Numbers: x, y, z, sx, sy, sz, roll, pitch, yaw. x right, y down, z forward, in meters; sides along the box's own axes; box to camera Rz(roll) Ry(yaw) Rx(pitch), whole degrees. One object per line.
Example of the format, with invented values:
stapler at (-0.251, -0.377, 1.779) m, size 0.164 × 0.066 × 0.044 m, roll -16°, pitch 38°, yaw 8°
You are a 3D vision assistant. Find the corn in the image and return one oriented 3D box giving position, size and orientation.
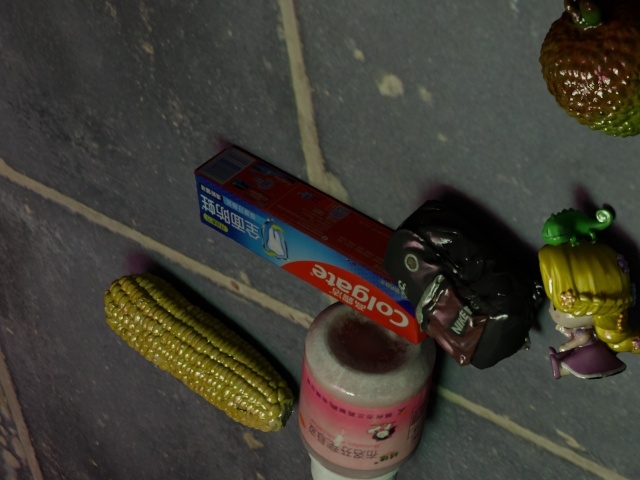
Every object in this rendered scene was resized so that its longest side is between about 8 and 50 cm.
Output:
corn at (-0.150, 0.138, 2.289) m, size 0.292 × 0.101 × 0.101 m, roll 37°, pitch 145°, yaw 22°

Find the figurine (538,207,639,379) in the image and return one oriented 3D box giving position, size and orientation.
figurine at (0.257, 0.043, 1.696) m, size 0.095 × 0.115 × 0.156 m, roll -120°, pitch 20°, yaw -80°

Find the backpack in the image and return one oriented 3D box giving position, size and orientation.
backpack at (0.134, 0.043, 1.815) m, size 0.165 × 0.106 × 0.120 m, roll 38°, pitch 146°, yaw 21°

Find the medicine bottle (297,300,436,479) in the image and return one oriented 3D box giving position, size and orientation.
medicine bottle at (0.046, 0.181, 2.034) m, size 0.147 × 0.147 × 0.247 m, roll 36°, pitch 145°, yaw 25°

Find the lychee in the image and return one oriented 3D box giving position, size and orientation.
lychee at (0.235, -0.145, 1.493) m, size 0.114 × 0.114 × 0.146 m, roll 11°, pitch 150°, yaw 47°

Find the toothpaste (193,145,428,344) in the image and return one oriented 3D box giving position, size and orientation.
toothpaste at (0.000, 0.001, 1.986) m, size 0.320 × 0.066 × 0.076 m, roll 29°, pitch 142°, yaw 34°
